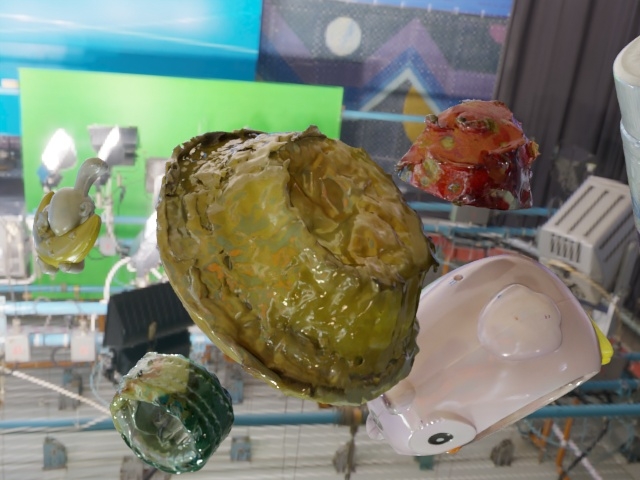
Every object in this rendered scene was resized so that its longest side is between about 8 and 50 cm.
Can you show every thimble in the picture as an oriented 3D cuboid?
[{"bbox_3d":[-0.355,0.408,1.674,0.288,0.254,0.167,51,-147,-8],"label":"thimble"}]

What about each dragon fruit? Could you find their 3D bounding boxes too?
[{"bbox_3d":[0.265,-0.140,1.116,0.274,0.161,0.126,2,-160,-32],"label":"dragon fruit"}]

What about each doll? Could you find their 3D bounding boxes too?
[{"bbox_3d":[-0.572,-0.044,1.600,0.237,0.252,0.111,-18,155,39],"label":"doll"}]

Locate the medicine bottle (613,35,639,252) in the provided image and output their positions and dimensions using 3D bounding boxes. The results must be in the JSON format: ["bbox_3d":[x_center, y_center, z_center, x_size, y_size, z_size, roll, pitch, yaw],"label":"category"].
[{"bbox_3d":[0.443,-0.075,0.773,0.190,0.332,0.190,-17,-149,11],"label":"medicine bottle"}]

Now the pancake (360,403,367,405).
[{"bbox_3d":[0.066,0.286,1.398,0.199,0.199,0.021,4,-128,-8],"label":"pancake"}]

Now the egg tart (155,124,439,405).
[{"bbox_3d":[0.000,0.000,0.642,0.315,0.120,0.315,27,-140,-26],"label":"egg tart"}]

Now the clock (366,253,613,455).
[{"bbox_3d":[0.243,0.193,1.167,0.376,0.368,0.250,-24,-113,-13],"label":"clock"}]
